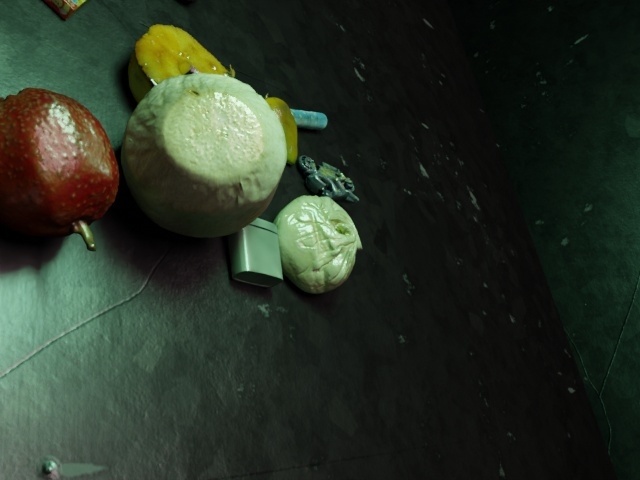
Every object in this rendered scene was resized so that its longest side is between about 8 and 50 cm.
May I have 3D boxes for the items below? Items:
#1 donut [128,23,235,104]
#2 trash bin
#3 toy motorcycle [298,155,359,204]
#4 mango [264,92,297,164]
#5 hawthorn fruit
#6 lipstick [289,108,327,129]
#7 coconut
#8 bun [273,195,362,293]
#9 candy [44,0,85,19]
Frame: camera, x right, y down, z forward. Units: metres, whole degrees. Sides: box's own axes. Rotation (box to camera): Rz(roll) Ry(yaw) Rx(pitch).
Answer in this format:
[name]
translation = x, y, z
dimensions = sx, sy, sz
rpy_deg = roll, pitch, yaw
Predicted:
[donut]
translation = -0.285, -0.327, 1.321
dimensions = 0.253, 0.118, 0.253
rpy_deg = 33, 43, -38
[trash bin]
translation = -0.136, 0.022, 1.307
dimensions = 0.116, 0.059, 0.129
rpy_deg = 18, 53, -43
[toy motorcycle]
translation = 0.022, -0.144, 1.637
dimensions = 0.193, 0.061, 0.124
rpy_deg = 24, 41, -34
[mango]
translation = -0.101, -0.279, 1.581
dimensions = 0.101, 0.066, 0.187
rpy_deg = -12, 84, -55
[hawthorn fruit]
translation = -0.398, -0.093, 0.932
dimensions = 0.205, 0.205, 0.253
rpy_deg = -27, 95, -57
[lipstick]
translation = -0.045, -0.324, 1.696
dimensions = 0.158, 0.048, 0.048
rpy_deg = -8, 72, -54
[coconut]
translation = -0.208, -0.149, 1.156
dimensions = 0.329, 0.329, 0.328
rpy_deg = 32, 43, -36
[bun]
translation = 0.000, 0.000, 1.431
dimensions = 0.229, 0.145, 0.229
rpy_deg = 34, 43, -39
[candy]
translation = -0.488, -0.488, 1.240
dimensions = 0.062, 0.038, 0.121
rpy_deg = 44, 37, -24
